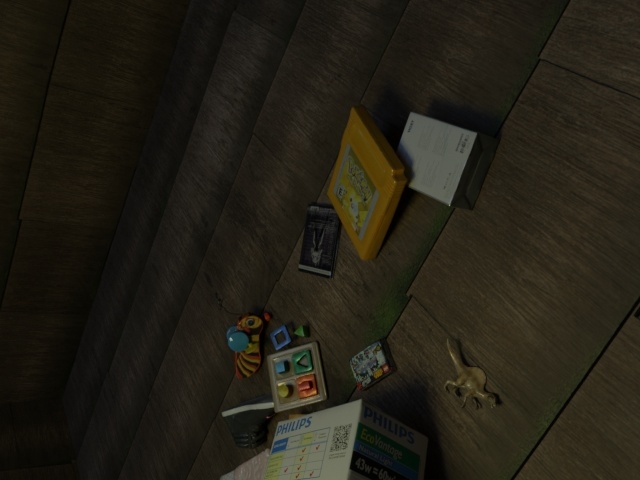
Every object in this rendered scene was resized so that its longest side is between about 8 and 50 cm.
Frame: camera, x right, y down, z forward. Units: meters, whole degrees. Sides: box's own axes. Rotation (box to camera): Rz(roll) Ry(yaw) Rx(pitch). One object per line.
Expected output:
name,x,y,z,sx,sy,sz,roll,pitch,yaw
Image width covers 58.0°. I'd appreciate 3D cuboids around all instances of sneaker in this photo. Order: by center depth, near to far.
sneaker,-0.193,0.597,1.899,0.295,0.104,0.147,-26,83,34

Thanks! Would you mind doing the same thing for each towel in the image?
towel,-0.235,0.886,1.872,0.317,0.053,0.332,-41,42,38

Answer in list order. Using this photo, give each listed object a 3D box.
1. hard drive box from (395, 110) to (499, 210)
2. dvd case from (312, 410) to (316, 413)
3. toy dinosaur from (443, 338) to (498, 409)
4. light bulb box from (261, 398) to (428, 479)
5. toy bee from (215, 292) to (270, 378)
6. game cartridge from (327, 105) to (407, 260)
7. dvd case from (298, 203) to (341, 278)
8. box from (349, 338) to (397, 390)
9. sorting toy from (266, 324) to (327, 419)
hard drive box,0.294,-0.199,1.417,0.232,0.089,0.181,36,112,48
dvd case,-0.007,0.585,1.724,0.119,0.013,0.087,47,120,43
toy dinosaur,0.333,0.321,1.326,0.092,0.053,0.183,-48,56,15
light bulb box,0.031,0.607,1.338,0.358,0.225,0.361,-32,31,44
toy bee,-0.241,0.316,1.967,0.195,0.162,0.298,-119,18,-56
game cartridge,0.116,-0.152,1.573,0.324,0.052,0.285,104,148,-47
dvd case,0.000,0.000,1.808,0.164,0.018,0.221,10,91,50
box,0.140,0.339,1.569,0.137,0.027,0.094,-45,53,37
sorting toy,-0.081,0.419,1.768,0.196,0.047,0.348,-22,65,22
